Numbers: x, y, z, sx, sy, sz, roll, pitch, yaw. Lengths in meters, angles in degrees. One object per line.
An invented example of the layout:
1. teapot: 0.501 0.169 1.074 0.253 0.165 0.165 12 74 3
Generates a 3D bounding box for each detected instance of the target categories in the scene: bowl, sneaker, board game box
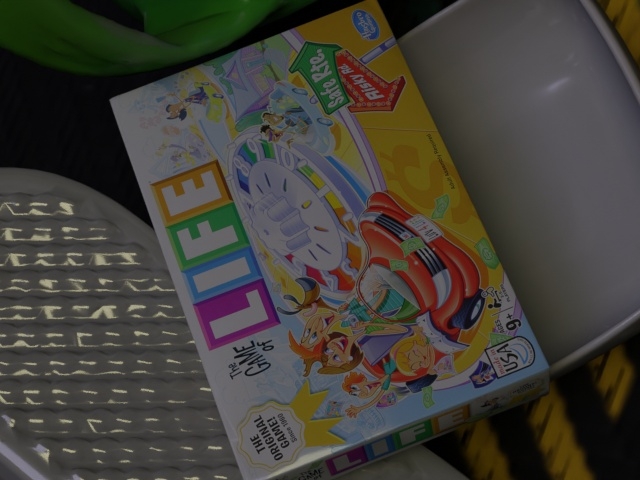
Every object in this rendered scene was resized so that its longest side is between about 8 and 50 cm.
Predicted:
1. bowl: 0.067 -0.011 0.530 0.142 0.053 0.142 -32 62 27
2. sneaker: -0.020 0.131 0.537 0.135 0.150 0.366 -35 71 -22
3. board game box: 0.000 0.000 0.496 0.103 0.026 0.154 -22 64 -2

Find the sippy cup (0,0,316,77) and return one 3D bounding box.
1. sippy cup: -0.069 -0.231 0.534 0.240 0.224 0.305 -37 41 18
